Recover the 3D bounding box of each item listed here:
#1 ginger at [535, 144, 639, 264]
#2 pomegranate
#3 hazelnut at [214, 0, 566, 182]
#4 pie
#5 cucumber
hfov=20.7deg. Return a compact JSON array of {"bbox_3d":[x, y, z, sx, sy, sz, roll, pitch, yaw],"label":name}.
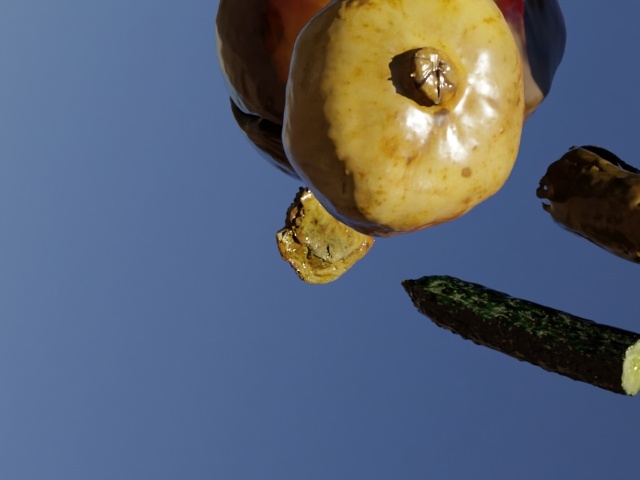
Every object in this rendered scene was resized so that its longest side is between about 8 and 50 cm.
[{"bbox_3d":[0.338,-0.038,1.920,0.309,0.133,0.107,26,-66,58],"label":"ginger"},{"bbox_3d":[0.076,-0.125,1.583,0.248,0.248,0.248,-42,-144,40],"label":"pomegranate"},{"bbox_3d":[0.079,-0.266,2.098,0.429,0.402,0.402,-31,-179,-40],"label":"hazelnut"},{"bbox_3d":[0.000,0.000,1.862,0.034,0.170,0.092,29,-100,35],"label":"pie"},{"bbox_3d":[0.219,0.095,1.900,0.300,0.072,0.072,19,-95,30],"label":"cucumber"}]
